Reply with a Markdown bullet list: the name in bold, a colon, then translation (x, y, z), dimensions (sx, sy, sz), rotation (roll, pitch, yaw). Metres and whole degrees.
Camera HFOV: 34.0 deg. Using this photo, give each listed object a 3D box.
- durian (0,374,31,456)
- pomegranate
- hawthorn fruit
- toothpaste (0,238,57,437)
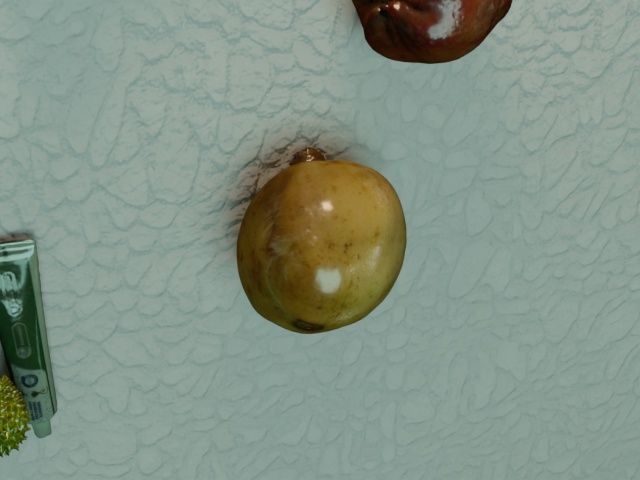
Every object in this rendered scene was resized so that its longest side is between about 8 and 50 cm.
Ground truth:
- **durian**: translation (-0.557, 0.281, 1.664), dimensions (0.198, 0.146, 0.159), rotation (-14, 117, 35)
- **pomegranate**: translation (0.002, 0.013, 1.659), dimensions (0.307, 0.307, 0.307), rotation (-11, 125, -17)
- **hawthorn fruit**: translation (0.180, -0.366, 1.544), dimensions (0.261, 0.224, 0.224), rotation (-14, 127, -36)
- **toothpaste**: translation (-0.480, 0.168, 1.695), dimensions (0.099, 0.061, 0.392), rotation (-9, 122, -12)
